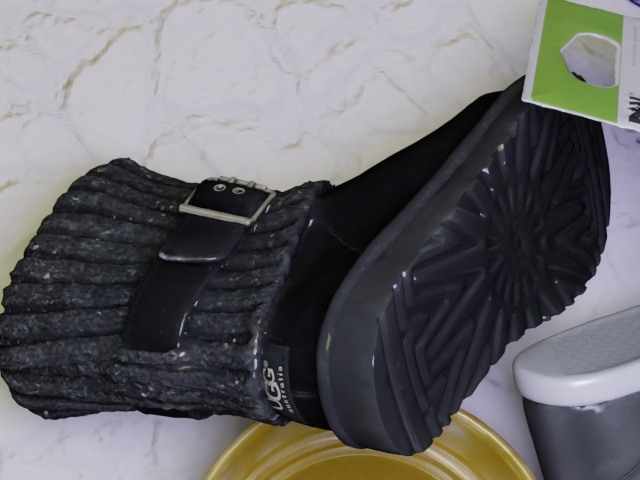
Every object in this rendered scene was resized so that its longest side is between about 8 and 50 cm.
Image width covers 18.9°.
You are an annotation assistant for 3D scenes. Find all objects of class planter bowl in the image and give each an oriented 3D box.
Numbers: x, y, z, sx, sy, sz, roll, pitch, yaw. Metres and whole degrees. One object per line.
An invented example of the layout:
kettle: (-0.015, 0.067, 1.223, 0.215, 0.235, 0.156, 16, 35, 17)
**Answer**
planter bowl: (0.025, 0.198, 1.098, 0.217, 0.090, 0.217, 2, 71, -7)

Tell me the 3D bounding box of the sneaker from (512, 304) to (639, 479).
sneaker: (0.244, 0.108, 1.145, 0.295, 0.104, 0.147, -14, 108, -27)

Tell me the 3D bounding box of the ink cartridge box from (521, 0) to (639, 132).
ink cartridge box: (0.233, -0.041, 1.114, 0.255, 0.189, 0.097, 16, 118, 2)

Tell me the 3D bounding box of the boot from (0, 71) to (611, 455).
boot: (-0.001, -0.003, 1.128, 0.260, 0.348, 0.131, 3, 116, 33)

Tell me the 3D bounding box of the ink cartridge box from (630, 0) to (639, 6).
ink cartridge box: (0.239, -0.168, 1.205, 0.207, 0.097, 0.046, 32, 75, 5)
